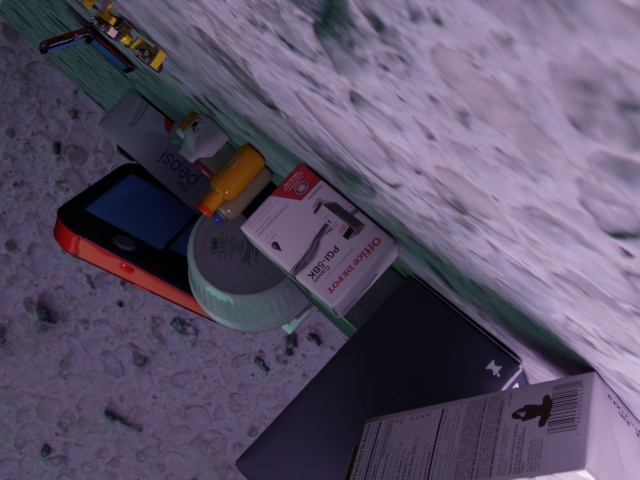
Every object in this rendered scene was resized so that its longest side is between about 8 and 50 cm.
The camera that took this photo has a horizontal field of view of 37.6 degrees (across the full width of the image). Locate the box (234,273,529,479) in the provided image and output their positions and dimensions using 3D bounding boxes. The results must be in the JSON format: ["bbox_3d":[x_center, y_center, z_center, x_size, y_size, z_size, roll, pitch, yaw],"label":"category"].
[{"bbox_3d":[0.099,0.240,1.123,0.183,0.296,0.294,40,173,28],"label":"box"}]

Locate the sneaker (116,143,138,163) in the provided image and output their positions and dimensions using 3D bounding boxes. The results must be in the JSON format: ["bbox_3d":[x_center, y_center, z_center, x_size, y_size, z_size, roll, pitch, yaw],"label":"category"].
[{"bbox_3d":[-0.293,-0.167,1.901,0.234,0.078,0.106,28,-155,-14],"label":"sneaker"}]

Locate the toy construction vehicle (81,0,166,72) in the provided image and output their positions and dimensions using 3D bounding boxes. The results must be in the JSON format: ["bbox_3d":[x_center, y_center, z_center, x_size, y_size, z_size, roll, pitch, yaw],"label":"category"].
[{"bbox_3d":[-0.227,-0.245,1.093,0.098,0.035,0.086,41,-174,38],"label":"toy construction vehicle"}]

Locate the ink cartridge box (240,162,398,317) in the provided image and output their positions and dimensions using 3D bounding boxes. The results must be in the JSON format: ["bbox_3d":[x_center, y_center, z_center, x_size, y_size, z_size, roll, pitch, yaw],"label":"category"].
[{"bbox_3d":[0.000,0.000,0.992,0.135,0.099,0.056,40,173,17],"label":"ink cartridge box"}]

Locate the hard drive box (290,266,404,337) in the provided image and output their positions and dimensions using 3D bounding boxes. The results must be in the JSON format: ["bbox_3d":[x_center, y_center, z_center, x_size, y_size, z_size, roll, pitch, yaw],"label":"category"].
[{"bbox_3d":[0.047,0.072,1.258,0.181,0.089,0.232,41,174,20],"label":"hard drive box"}]

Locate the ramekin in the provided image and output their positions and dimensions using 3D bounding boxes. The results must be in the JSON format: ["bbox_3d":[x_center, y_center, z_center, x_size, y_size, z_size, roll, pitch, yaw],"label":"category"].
[{"bbox_3d":[-0.105,0.027,1.425,0.207,0.207,0.109,41,165,18],"label":"ramekin"}]

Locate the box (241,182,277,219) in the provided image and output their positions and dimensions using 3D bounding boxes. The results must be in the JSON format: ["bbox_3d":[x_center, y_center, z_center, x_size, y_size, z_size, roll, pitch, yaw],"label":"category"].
[{"bbox_3d":[-0.070,-0.040,1.354,0.083,0.062,0.052,40,175,26],"label":"box"}]

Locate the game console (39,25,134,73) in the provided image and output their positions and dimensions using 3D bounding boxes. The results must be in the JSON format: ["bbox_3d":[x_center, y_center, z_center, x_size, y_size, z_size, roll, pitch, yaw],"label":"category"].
[{"bbox_3d":[-0.373,-0.289,1.493,0.144,0.124,0.085,-157,47,-72],"label":"game console"}]

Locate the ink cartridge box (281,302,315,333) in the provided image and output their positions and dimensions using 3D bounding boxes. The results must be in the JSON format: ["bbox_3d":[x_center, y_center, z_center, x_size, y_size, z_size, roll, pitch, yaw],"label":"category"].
[{"bbox_3d":[-0.051,0.077,1.567,0.115,0.067,0.198,42,-150,7],"label":"ink cartridge box"}]

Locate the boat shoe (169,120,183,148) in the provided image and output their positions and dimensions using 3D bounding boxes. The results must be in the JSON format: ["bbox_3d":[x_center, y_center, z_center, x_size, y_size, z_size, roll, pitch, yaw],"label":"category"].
[{"bbox_3d":[-0.194,-0.156,1.461,0.040,0.049,0.142,24,-174,-31],"label":"boat shoe"}]

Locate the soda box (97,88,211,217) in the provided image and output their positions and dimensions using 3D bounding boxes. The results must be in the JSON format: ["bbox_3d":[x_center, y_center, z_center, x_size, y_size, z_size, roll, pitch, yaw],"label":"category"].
[{"bbox_3d":[-0.277,-0.156,1.720,0.286,0.098,0.091,40,176,29],"label":"soda box"}]

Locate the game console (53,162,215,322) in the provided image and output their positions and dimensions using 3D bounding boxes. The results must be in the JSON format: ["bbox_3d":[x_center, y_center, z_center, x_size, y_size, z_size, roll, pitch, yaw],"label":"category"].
[{"bbox_3d":[-0.252,-0.009,1.647,0.342,0.060,0.386,24,-158,1],"label":"game console"}]

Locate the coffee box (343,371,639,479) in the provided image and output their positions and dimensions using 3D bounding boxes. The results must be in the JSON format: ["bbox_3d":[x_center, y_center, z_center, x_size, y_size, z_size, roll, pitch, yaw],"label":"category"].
[{"bbox_3d":[0.160,0.213,0.832,0.246,0.098,0.141,-21,125,38],"label":"coffee box"}]

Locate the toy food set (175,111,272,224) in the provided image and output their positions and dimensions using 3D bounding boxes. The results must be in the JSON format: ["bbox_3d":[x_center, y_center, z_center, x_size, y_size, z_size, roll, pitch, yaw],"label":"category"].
[{"bbox_3d":[-0.148,-0.091,1.293,0.111,0.104,0.232,47,173,-38],"label":"toy food set"}]
